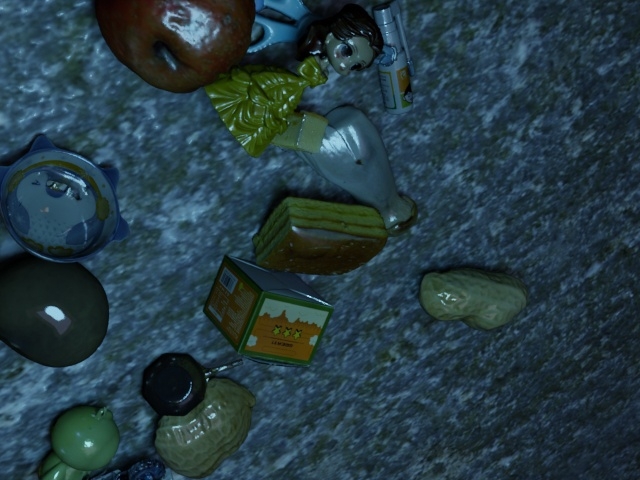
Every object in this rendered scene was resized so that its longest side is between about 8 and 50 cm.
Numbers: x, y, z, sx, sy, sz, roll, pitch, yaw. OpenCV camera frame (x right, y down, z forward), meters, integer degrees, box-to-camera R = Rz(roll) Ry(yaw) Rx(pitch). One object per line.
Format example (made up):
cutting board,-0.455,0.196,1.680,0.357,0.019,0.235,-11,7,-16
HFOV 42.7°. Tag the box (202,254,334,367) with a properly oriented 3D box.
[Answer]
box,-0.110,0.146,1.667,0.178,0.195,0.148,17,101,-35

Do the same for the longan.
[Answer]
longan,-0.479,0.118,1.442,0.220,0.196,0.196,31,94,-23

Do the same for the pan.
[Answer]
pan,-0.272,0.270,1.679,0.202,0.048,0.128,-41,87,-13

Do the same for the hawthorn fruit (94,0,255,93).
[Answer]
hawthorn fruit,-0.236,-0.379,1.348,0.258,0.258,0.261,-28,102,-18

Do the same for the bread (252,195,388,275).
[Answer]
bread,0.000,0.000,1.673,0.234,0.110,0.184,4,151,-30

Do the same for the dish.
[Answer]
dish,-0.457,-0.059,1.432,0.236,0.086,0.228,47,54,-14

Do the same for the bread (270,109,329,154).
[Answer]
bread,-0.056,-0.214,1.608,0.080,0.109,0.084,13,90,-56

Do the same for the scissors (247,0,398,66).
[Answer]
scissors,-0.022,-0.409,1.552,0.393,0.032,0.180,14,106,-26

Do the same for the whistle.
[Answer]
whistle,-0.508,0.435,1.626,0.294,0.141,0.141,-45,128,16

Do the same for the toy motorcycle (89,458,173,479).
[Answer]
toy motorcycle,-0.404,0.553,1.727,0.239,0.108,0.204,-20,139,13

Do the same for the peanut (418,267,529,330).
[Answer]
peanut,0.369,0.141,1.975,0.313,0.152,0.152,10,105,-34

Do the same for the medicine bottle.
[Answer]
medicine bottle,0.155,-0.377,1.685,0.092,0.061,0.220,-41,129,-39

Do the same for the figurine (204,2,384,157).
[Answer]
figurine,-0.031,-0.302,1.477,0.315,0.168,0.187,-29,116,10

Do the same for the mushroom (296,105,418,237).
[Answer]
mushroom,0.086,-0.136,1.725,0.159,0.122,0.328,-21,127,22

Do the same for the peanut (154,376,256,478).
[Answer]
peanut,-0.241,0.398,1.755,0.233,0.110,0.196,-37,124,-9
